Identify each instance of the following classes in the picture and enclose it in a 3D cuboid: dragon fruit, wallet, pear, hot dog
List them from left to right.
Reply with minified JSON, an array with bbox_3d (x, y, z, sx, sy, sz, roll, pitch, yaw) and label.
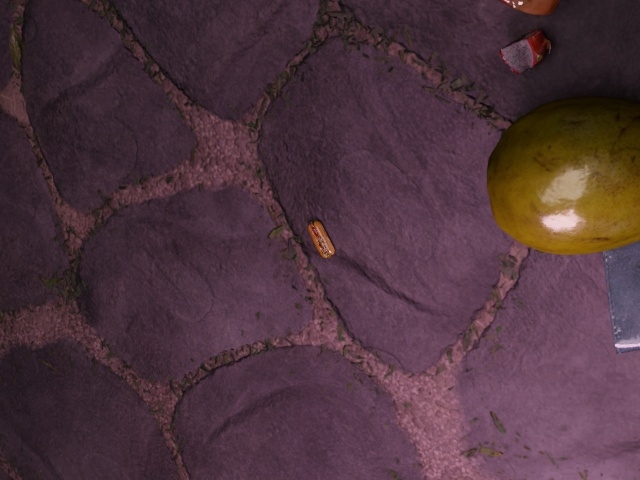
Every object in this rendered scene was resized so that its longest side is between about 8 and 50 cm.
[{"bbox_3d":[0.000,0.000,1.815,0.037,0.021,0.083,-29,89,37],"label":"hot dog"},{"bbox_3d":[0.343,-0.311,1.473,0.056,0.060,0.083,58,152,-6],"label":"dragon fruit"},{"bbox_3d":[0.413,-0.097,1.396,0.307,0.253,0.252,-1,106,25],"label":"pear"},{"bbox_3d":[0.635,0.066,1.390,0.379,0.046,0.190,-10,78,33],"label":"wallet"}]

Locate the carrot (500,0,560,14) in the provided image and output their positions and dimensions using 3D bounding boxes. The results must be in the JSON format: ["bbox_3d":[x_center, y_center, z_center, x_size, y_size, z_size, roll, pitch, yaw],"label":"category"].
[{"bbox_3d":[0.319,-0.521,1.312,0.224,0.224,0.340,33,124,18],"label":"carrot"}]
